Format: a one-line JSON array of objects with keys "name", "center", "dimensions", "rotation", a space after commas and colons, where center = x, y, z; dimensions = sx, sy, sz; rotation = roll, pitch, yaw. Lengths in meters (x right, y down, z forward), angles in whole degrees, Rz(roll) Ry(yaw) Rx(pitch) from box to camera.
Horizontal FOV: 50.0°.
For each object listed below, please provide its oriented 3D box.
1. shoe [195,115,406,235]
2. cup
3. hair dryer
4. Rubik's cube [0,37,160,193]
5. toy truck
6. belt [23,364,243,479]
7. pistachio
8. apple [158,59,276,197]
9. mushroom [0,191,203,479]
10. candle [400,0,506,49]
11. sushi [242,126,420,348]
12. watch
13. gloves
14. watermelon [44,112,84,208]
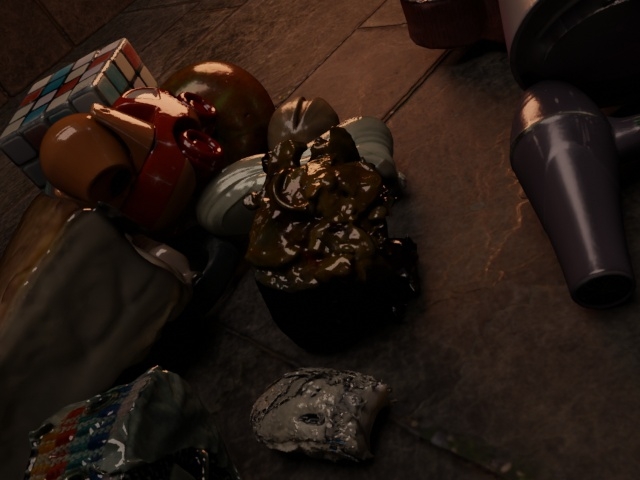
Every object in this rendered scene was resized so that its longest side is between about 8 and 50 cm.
[{"name": "shoe", "center": [-0.015, -0.059, 0.989], "dimensions": [0.317, 0.124, 0.159], "rotation": [-28, 48, -4]}, {"name": "cup", "center": [0.349, -0.372, 0.885], "dimensions": [0.254, 0.253, 0.371], "rotation": [-16, 56, 24]}, {"name": "hair dryer", "center": [0.394, -0.091, 0.730], "dimensions": [0.362, 0.121, 0.301], "rotation": [-14, 47, 17]}, {"name": "Rubik's cube", "center": [-0.461, -0.224, 1.438], "dimensions": [0.254, 0.259, 0.256], "rotation": [-23, 35, 18]}, {"name": "toy truck", "center": [-0.287, -0.134, 1.024], "dimensions": [0.189, 0.239, 0.264], "rotation": [-55, 30, 25]}, {"name": "belt", "center": [-0.177, 0.257, 0.660], "dimensions": [0.150, 0.207, 0.257], "rotation": [-21, 44, 14]}, {"name": "pistachio", "center": [-0.026, -0.182, 1.167], "dimensions": [0.125, 0.124, 0.185], "rotation": [-16, 22, 24]}, {"name": "apple", "center": [-0.191, -0.204, 1.262], "dimensions": [0.246, 0.246, 0.226], "rotation": [-26, 14, 11]}, {"name": "mushroom", "center": [-0.378, 0.141, 0.911], "dimensions": [0.314, 0.224, 0.397], "rotation": [15, 74, 48]}, {"name": "candle", "center": [0.307, -0.439, 1.192], "dimensions": [0.317, 0.131, 0.287], "rotation": [4, 50, 29]}, {"name": "sushi", "center": [0.007, -0.003, 0.832], "dimensions": [0.200, 0.204, 0.213], "rotation": [-22, 41, 9]}, {"name": "watch", "center": [-0.220, 0.064, 1.058], "dimensions": [0.193, 0.068, 0.206], "rotation": [-46, 33, -12]}, {"name": "gloves", "center": [-0.004, 0.177, 0.735], "dimensions": [0.153, 0.070, 0.114], "rotation": [-5, 44, 39]}, {"name": "watermelon", "center": [-0.387, -0.091, 1.236], "dimensions": [0.318, 0.148, 0.226], "rotation": [-43, 53, 45]}]
